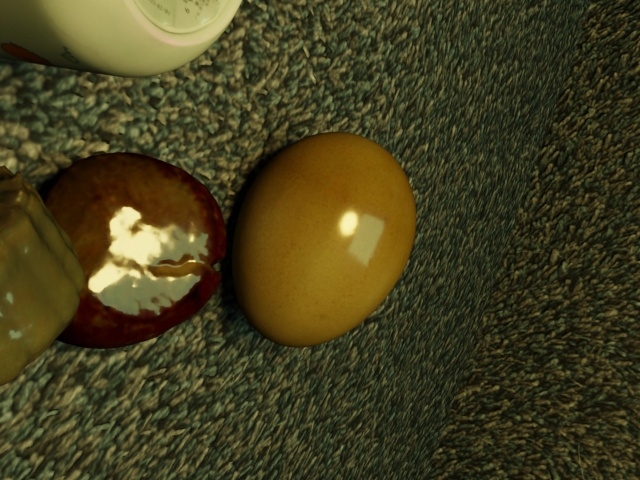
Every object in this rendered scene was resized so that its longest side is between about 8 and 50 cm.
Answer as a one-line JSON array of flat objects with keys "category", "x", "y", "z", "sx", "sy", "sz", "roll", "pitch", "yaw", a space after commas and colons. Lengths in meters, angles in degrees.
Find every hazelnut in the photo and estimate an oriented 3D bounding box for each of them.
[{"category": "hazelnut", "x": -0.222, "y": 0.007, "z": 0.903, "sx": 0.234, "sy": 0.218, "sz": 0.218, "roll": -28, "pitch": 129, "yaw": -25}]

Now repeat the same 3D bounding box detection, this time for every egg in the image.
[{"category": "egg", "x": 0.000, "y": 0.000, "z": 1.168, "sx": 0.322, "sy": 0.250, "sz": 0.250, "roll": -61, "pitch": 148, "yaw": 0}]

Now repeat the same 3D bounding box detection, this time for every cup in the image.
[{"category": "cup", "x": -0.220, "y": -0.245, "z": 0.652, "sx": 0.212, "sy": 0.317, "sz": 0.212, "roll": -31, "pitch": 129, "yaw": -48}]

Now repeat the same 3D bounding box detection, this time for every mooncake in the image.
[{"category": "mooncake", "x": -0.328, "y": 0.026, "z": 0.693, "sx": 0.228, "sy": 0.228, "sz": 0.124, "roll": -48, "pitch": 142, "yaw": -35}]
